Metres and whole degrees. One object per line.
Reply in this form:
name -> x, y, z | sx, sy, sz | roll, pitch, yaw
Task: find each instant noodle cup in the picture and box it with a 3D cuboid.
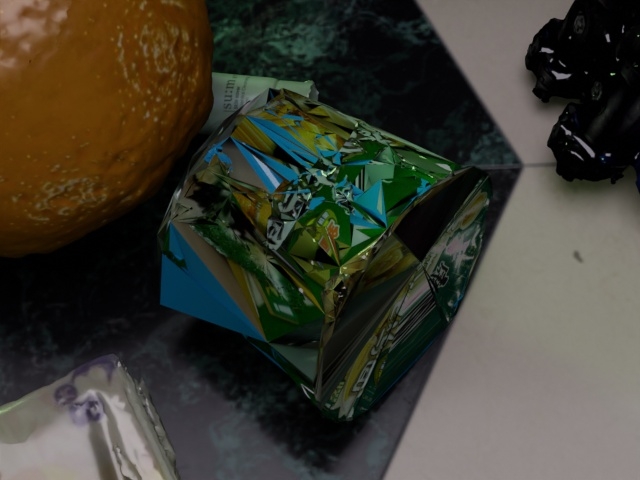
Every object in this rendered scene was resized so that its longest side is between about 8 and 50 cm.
instant noodle cup -> 0.000, 0.000, 1.489 | 0.178, 0.240, 0.240 | 32, 71, 23

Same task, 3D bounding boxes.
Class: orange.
orange -> -0.254, -0.162, 1.495 | 0.340, 0.293, 0.341 | -5, 71, 13

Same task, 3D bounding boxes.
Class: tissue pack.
tissue pack -> -0.251, 0.258, 1.415 | 0.343, 0.125, 0.242 | -23, 76, -11

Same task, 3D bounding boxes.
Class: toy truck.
toy truck -> 0.288, -0.143, 1.581 | 0.177, 0.161, 0.213 | 6, 52, -22

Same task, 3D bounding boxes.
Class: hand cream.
hand cream -> -0.105, -0.118, 1.623 | 0.204, 0.050, 0.078 | 4, 72, 8
